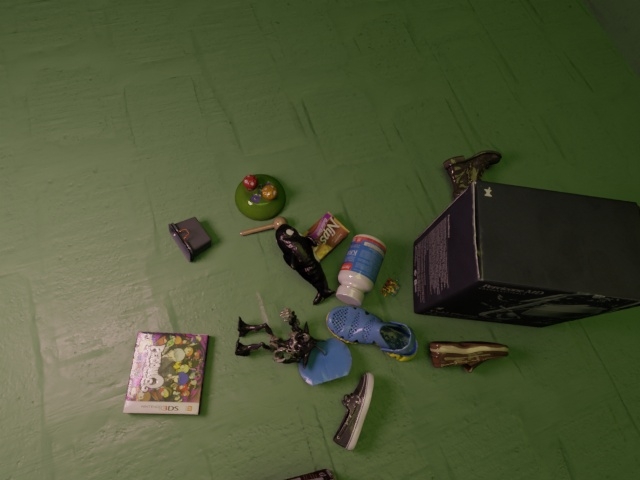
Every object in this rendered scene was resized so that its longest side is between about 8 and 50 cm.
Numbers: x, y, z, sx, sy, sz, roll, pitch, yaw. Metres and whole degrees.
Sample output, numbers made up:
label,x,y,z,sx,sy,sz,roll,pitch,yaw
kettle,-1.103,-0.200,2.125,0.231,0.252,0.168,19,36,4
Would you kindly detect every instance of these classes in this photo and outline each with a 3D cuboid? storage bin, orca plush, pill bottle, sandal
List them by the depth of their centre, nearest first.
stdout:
label,x,y,z,sx,sy,sz,roll,pitch,yaw
sandal,0.175,0.284,1.282,0.318,0.138,0.126,16,70,1
orca plush,-0.074,0.085,1.316,0.102,0.151,0.287,-34,106,-54
storage bin,-0.430,-0.015,1.344,0.091,0.098,0.135,-32,76,-28
pill bottle,0.132,0.100,1.352,0.124,0.124,0.221,23,67,2

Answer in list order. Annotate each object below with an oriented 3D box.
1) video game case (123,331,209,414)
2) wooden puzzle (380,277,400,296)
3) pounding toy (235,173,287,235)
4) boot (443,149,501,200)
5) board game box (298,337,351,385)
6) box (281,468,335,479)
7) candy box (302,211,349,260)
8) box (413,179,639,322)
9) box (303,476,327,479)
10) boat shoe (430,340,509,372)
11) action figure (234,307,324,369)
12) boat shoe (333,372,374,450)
label,x,y,z,sx,sy,sz,roll,pitch,yaw
video game case,-0.454,0.394,1.204,0.210,0.042,0.232,5,68,-7
wooden puzzle,0.247,0.163,1.407,0.049,0.006,0.083,34,68,6
pounding toy,-0.207,-0.148,1.411,0.183,0.110,0.236,-6,69,-10
boot,0.609,-0.220,1.572,0.263,0.091,0.228,-12,76,-8
board game box,0.015,0.384,1.271,0.169,0.033,0.133,-16,49,-3
box,-0.030,0.740,1.057,0.167,0.168,0.203,-10,71,-10
candy box,0.000,0.000,1.413,0.109,0.053,0.187,44,71,10
box,0.589,0.073,1.238,0.480,0.471,0.297,7,68,-4
box,-0.085,0.682,0.951,0.233,0.059,0.183,-7,70,-8
boat shoe,0.484,0.381,1.318,0.258,0.095,0.095,1,83,-1
action figure,-0.118,0.303,1.233,0.276,0.141,0.164,4,56,-4
boat shoe,0.097,0.506,1.221,0.076,0.080,0.228,21,75,-1
